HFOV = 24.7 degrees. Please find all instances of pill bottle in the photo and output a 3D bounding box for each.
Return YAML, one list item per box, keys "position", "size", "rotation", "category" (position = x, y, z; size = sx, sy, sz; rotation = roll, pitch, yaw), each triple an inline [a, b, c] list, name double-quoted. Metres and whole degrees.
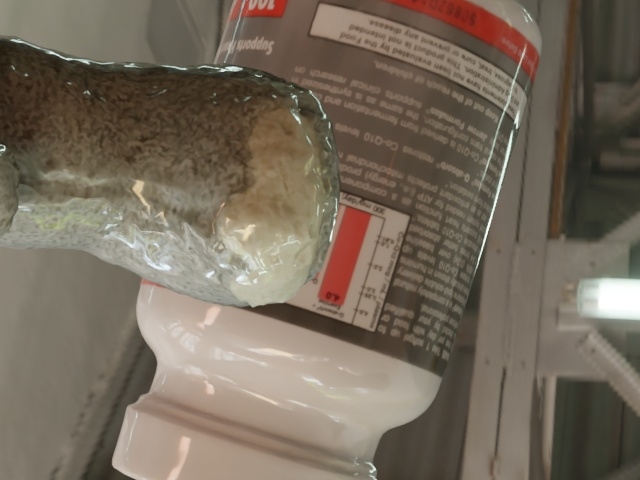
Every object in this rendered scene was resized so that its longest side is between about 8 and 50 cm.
- position: [0.000, 0.000, 0.967]
  size: [0.210, 0.210, 0.362]
  rotation: [15, -97, 18]
  category: "pill bottle"

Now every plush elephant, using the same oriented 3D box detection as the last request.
- position: [-0.154, -0.137, 0.352]
  size: [0.330, 0.255, 0.271]
  rotation: [-3, -112, -12]
  category: "plush elephant"
